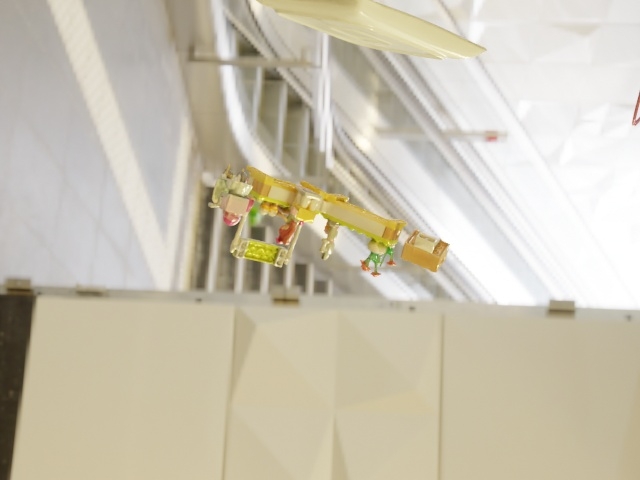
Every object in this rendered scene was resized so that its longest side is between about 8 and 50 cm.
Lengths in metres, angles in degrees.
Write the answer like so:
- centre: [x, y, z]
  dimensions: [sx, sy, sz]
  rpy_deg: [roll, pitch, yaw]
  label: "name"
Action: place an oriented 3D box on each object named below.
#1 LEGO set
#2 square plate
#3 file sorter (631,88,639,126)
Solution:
- centre: [0.000, 0.000, 1.238]
  dimensions: [0.132, 0.287, 0.107]
  rpy_deg: [-132, -118, -72]
  label: "LEGO set"
- centre: [0.076, -0.405, 1.970]
  dimensions: [0.347, 0.344, 0.049]
  rpy_deg: [21, -82, 47]
  label: "square plate"
- centre: [0.745, -0.273, 1.955]
  dimensions: [0.202, 0.290, 0.182]
  rpy_deg: [-33, 136, -60]
  label: "file sorter"
